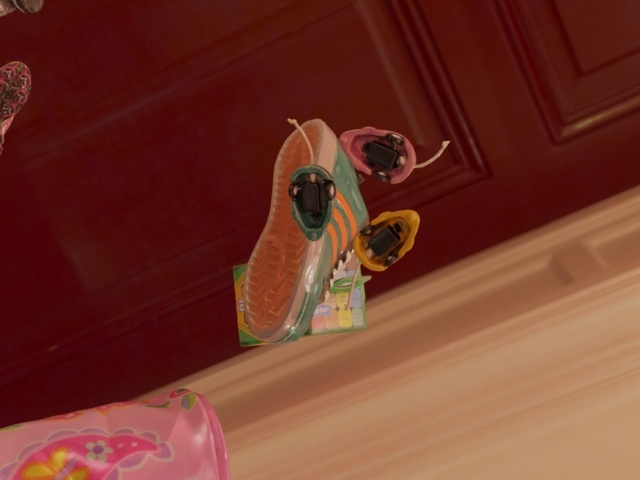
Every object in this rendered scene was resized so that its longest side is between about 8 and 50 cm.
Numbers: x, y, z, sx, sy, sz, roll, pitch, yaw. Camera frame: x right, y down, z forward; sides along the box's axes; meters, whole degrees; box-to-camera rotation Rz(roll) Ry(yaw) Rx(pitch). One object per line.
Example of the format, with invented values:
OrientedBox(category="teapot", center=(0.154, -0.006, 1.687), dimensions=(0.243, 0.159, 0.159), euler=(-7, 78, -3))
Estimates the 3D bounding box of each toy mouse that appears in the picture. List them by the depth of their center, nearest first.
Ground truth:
OrientedBox(category="toy mouse", center=(0.027, -0.048, 0.700), dimensions=(0.143, 0.161, 0.031), euler=(46, 25, 5))

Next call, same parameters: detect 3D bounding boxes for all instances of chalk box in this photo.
OrientedBox(category="chalk box", center=(-0.016, 0.086, 1.334), dimensions=(0.132, 0.213, 0.132), euler=(2, 79, -44))

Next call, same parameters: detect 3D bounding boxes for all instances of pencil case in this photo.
OrientedBox(category="pencil case", center=(-0.193, 0.175, 0.544), dimensions=(0.124, 0.284, 0.124), euler=(169, -90, -69))

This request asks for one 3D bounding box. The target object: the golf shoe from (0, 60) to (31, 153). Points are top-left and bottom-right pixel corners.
OrientedBox(category="golf shoe", center=(-0.552, -0.223, 1.467), dimensions=(0.067, 0.186, 0.086), euler=(25, 7, -30))

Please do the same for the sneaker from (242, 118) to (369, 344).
OrientedBox(category="sneaker", center=(0.000, 0.000, 1.008), dimensions=(0.121, 0.108, 0.302), euler=(38, 48, -32))

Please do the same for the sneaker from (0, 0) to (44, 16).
OrientedBox(category="sneaker", center=(-0.187, -0.188, 0.421), dimensions=(0.268, 0.101, 0.153), euler=(-140, -135, -76))
